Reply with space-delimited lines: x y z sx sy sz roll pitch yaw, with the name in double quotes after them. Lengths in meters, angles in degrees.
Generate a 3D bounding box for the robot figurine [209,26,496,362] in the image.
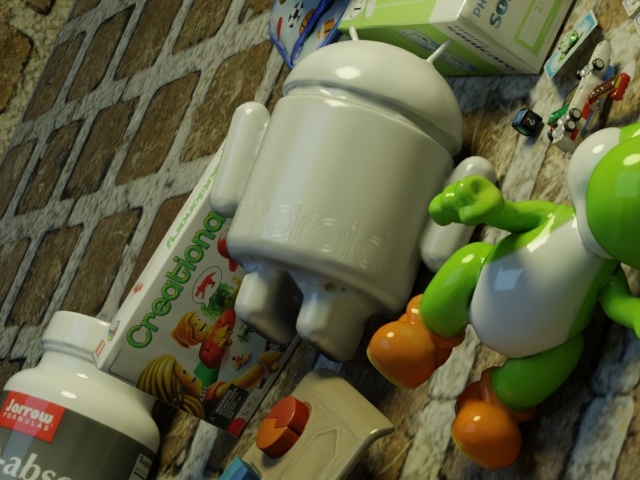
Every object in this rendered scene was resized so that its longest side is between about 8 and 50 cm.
0.029 -0.057 1.722 0.200 0.300 0.353 50 -123 -68 "robot figurine"

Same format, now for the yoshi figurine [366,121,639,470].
0.203 0.022 1.347 0.362 0.203 0.203 -48 43 21 "yoshi figurine"

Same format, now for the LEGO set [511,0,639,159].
0.279 -0.175 1.592 0.244 0.060 0.182 -50 14 20 "LEGO set"

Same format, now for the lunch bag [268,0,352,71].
0.059 -0.337 2.081 0.303 0.115 0.243 -57 23 16 "lunch bag"

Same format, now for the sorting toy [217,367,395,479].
-0.031 0.235 1.534 0.229 0.041 0.307 -49 19 -3 "sorting toy"

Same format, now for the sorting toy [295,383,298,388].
-0.030 0.189 1.813 0.062 0.012 0.083 -65 27 3 "sorting toy"

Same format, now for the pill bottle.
-0.324 0.285 2.043 0.210 0.210 0.363 -8 57 61 "pill bottle"

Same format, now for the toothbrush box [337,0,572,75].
0.165 -0.297 1.824 0.206 0.122 0.283 -64 23 -8 "toothbrush box"

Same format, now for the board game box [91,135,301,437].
-0.098 0.052 1.874 0.305 0.193 0.053 -58 24 8 "board game box"
